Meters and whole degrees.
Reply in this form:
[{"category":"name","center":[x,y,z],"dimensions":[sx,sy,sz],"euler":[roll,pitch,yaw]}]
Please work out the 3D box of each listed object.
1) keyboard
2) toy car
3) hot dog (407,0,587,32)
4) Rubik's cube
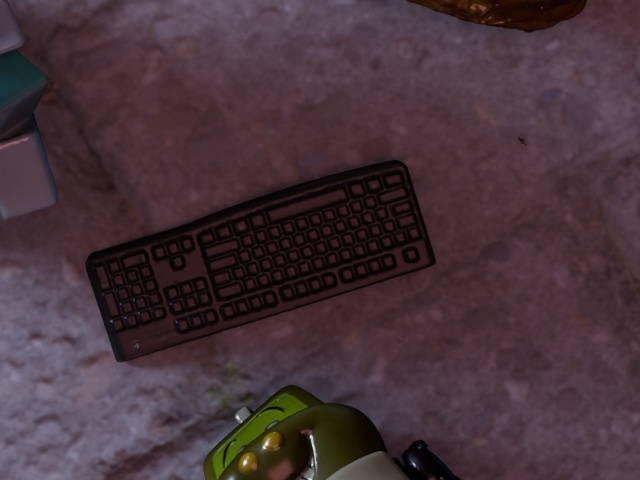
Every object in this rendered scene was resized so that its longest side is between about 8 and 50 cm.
[{"category":"keyboard","center":[0.002,0.001,1.533],"dimensions":[0.381,0.041,0.103],"euler":[-19,98,-6]},{"category":"toy car","center":[-0.006,0.207,1.475],"dimensions":[0.204,0.248,0.198],"euler":[-41,61,0]},{"category":"hot dog","center":[0.107,-0.262,1.487],"dimensions":[0.259,0.114,0.175],"euler":[10,93,-9]},{"category":"Rubik's cube","center":[-0.318,-0.113,1.374],"dimensions":[0.224,0.265,0.213],"euler":[-17,113,-8]}]
